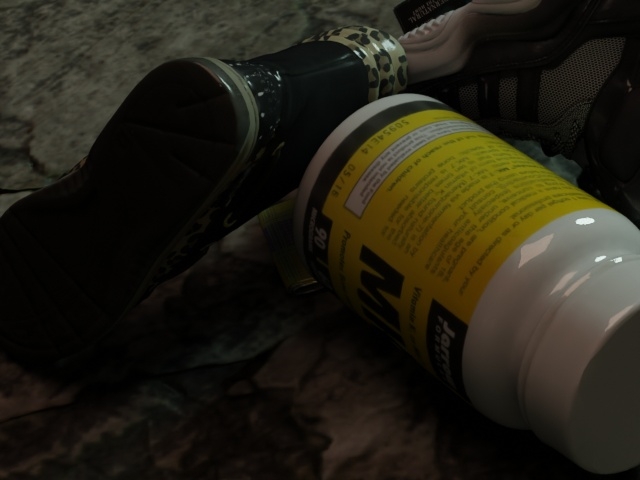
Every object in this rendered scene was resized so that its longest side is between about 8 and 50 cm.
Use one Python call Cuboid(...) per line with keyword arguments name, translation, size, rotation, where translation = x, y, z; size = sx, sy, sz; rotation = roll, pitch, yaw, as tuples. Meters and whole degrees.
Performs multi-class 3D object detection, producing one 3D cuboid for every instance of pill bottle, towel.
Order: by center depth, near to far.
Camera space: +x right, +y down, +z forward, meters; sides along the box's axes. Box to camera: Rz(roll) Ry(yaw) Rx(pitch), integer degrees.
Cuboid(name="pill bottle", translation=(0.089, 0.019, 0.882), size=(0.119, 0.119, 0.208), rotation=(-29, 41, -22))
Cuboid(name="towel", translation=(0.000, 0.000, 1.017), size=(0.060, 0.009, 0.083), rotation=(-17, 38, -7))

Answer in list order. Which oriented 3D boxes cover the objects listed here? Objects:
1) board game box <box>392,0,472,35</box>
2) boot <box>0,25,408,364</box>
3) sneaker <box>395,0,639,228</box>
Cuboid(name="board game box", translation=(0.143, -0.170, 1.079), size=(0.126, 0.026, 0.186), rotation=(-29, -4, 41))
Cuboid(name="boot", translation=(-0.067, -0.026, 0.968), size=(0.085, 0.236, 0.178), rotation=(54, 38, 9))
Cuboid(name="sneaker", translation=(0.125, -0.066, 0.992), size=(0.268, 0.153, 0.101), rotation=(-28, -5, 35))
